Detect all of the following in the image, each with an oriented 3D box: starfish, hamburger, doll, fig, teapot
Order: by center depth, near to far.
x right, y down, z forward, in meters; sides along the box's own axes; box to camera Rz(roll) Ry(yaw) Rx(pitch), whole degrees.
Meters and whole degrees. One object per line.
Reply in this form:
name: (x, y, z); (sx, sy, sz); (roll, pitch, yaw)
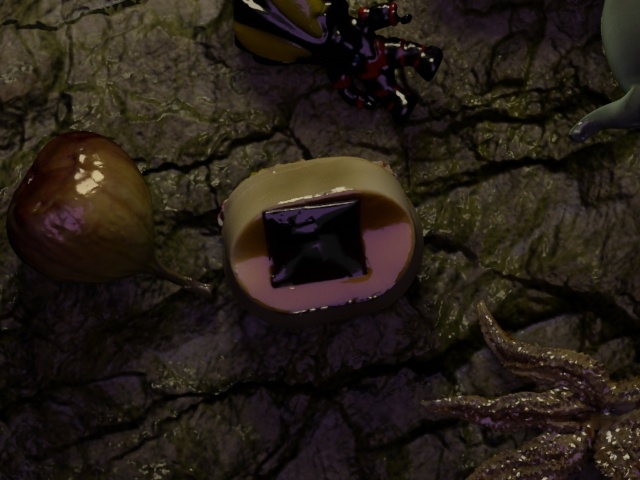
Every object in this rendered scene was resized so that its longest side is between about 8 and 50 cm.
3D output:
teapot: (0.359, -0.214, 1.687); (0.193, 0.129, 0.294); (46, 63, -34)
starfish: (0.248, 0.197, 1.711); (0.294, 0.084, 0.301); (5, 79, 21)
fig: (-0.210, -0.012, 1.736); (0.231, 0.143, 0.160); (25, 55, 5)
hamburger: (0.000, 0.000, 1.740); (0.210, 0.116, 0.173); (-13, 96, 0)
doll: (0.002, -0.218, 1.754); (0.249, 0.088, 0.127); (34, 91, 1)
